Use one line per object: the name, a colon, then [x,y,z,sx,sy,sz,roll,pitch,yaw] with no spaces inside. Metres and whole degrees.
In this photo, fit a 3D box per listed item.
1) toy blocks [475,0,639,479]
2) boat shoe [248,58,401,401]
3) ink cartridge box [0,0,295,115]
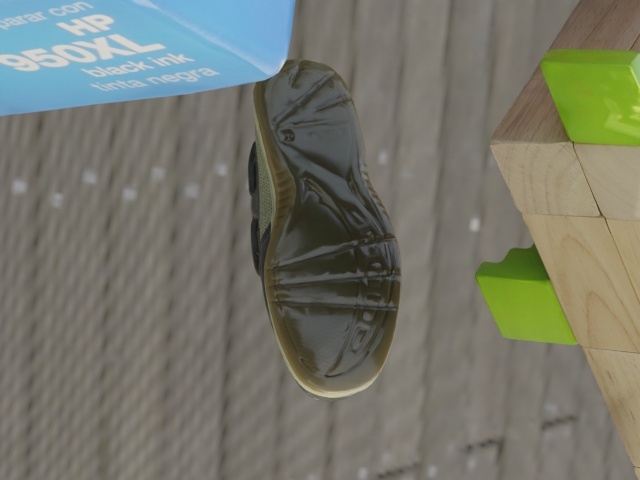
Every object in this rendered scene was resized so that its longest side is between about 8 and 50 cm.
toy blocks: [0.234,-0.029,1.061,0.261,0.191,0.381,-55,133,-34]
boat shoe: [-0.001,0.000,1.154,0.073,0.080,0.223,100,-17,-60]
ink cartridge box: [-0.169,-0.233,0.554,0.395,0.166,0.285,24,70,-49]
